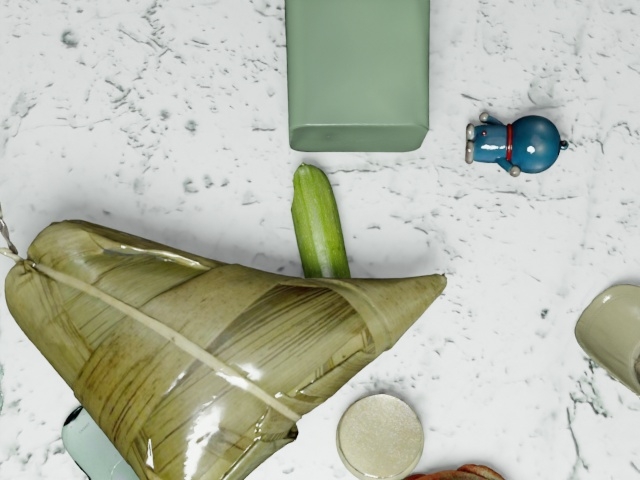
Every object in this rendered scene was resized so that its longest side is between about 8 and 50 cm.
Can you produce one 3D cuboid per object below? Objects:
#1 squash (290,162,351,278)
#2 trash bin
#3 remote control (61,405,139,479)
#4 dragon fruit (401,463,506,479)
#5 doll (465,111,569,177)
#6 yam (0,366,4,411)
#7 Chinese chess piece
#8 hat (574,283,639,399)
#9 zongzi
[{"bbox_3d":[0.000,0.000,1.178,0.069,0.069,0.239,-10,77,-4],"label":"squash"},{"bbox_3d":[0.051,-0.313,1.206,0.223,0.158,0.343,1,77,-1],"label":"trash bin"},{"bbox_3d":[-0.254,0.325,1.107,0.256,0.045,0.097,40,77,10],"label":"remote control"},{"bbox_3d":[0.178,0.432,1.037,0.268,0.130,0.295,9,66,-8],"label":"dragon fruit"},{"bbox_3d":[0.293,-0.144,1.214,0.152,0.085,0.114,0,65,9],"label":"doll"},{"bbox_3d":[-0.593,0.204,1.037,0.348,0.241,0.241,-20,78,-2],"label":"yam"},{"bbox_3d":[0.081,0.272,1.114,0.122,0.051,0.122,-1,65,3],"label":"Chinese chess piece"},{"bbox_3d":[0.468,0.158,1.164,0.166,0.144,0.173,-47,38,-9],"label":"hat"},{"bbox_3d":[-0.157,0.041,1.101,0.467,0.218,0.500,-40,79,-15],"label":"zongzi"}]
